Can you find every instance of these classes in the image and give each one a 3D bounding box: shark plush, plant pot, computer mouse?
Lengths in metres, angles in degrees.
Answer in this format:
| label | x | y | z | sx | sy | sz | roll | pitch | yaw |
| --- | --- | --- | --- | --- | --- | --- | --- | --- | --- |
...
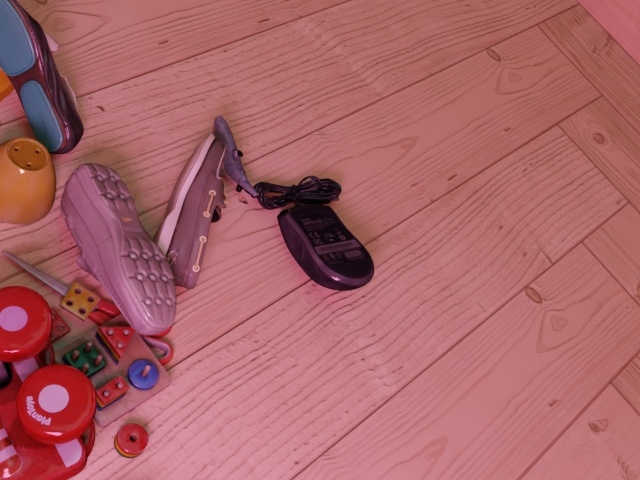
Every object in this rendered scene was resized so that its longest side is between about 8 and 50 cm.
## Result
| label | x | y | z | sx | sy | sz | roll | pitch | yaw |
| --- | --- | --- | --- | --- | --- | --- | --- | --- | --- |
| shark plush | -0.163 | -0.143 | 1.947 | 0.073 | 0.067 | 0.161 | -1 | 57 | -34 |
| plant pot | -0.470 | -0.106 | 1.696 | 0.134 | 0.095 | 0.134 | 18 | 49 | -21 |
| computer mouse | 0.000 | 0.000 | 1.948 | 0.188 | 0.072 | 0.272 | -5 | 47 | -34 |

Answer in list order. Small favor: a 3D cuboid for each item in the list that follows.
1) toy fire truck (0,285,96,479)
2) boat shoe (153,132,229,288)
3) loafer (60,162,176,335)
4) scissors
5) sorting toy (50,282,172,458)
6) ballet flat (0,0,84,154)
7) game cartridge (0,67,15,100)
| label | x | y | z | sx | sy | sz | roll | pitch | yaw |
| --- | --- | --- | --- | --- | --- | --- | --- | --- | --- |
| toy fire truck | -0.447 | 0.216 | 1.428 | 0.254 | 0.169 | 0.302 | -26 | 71 | -24 |
| boat shoe | -0.210 | -0.051 | 1.820 | 0.091 | 0.109 | 0.305 | 27 | 52 | -13 |
| loafer | -0.317 | 0.023 | 1.678 | 0.112 | 0.111 | 0.319 | 10 | 42 | -47 |
| scissors | -0.357 | 0.105 | 1.656 | 0.297 | 0.021 | 0.109 | 24 | 48 | -18 |
| sorting toy | -0.308 | 0.177 | 1.598 | 0.132 | 0.046 | 0.274 | -31 | 77 | -36 |
| ballet flat | -0.470 | -0.278 | 1.797 | 0.096 | 0.095 | 0.280 | -36 | 110 | -60 |
| game cartridge | -0.671 | -0.314 | 1.761 | 0.324 | 0.052 | 0.285 | 36 | 44 | -3 |
